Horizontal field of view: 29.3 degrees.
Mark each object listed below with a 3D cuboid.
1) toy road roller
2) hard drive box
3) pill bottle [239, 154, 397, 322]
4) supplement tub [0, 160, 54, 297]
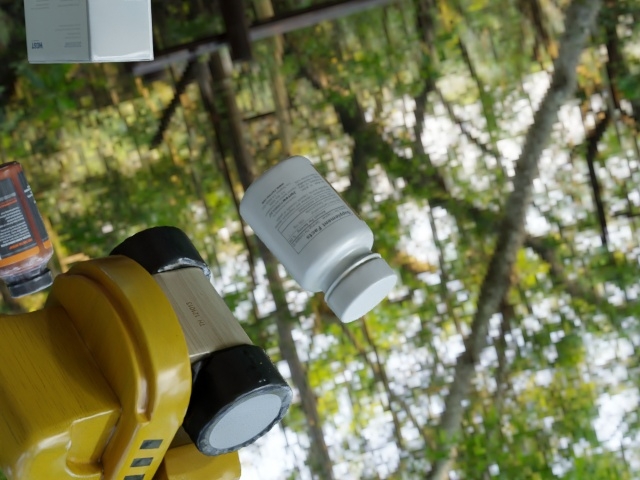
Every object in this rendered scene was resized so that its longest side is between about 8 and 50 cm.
[{"bbox_3d":[-0.205,0.155,1.076,0.241,0.202,0.329,-10,142,-40],"label":"toy road roller"},{"bbox_3d":[-0.295,-0.337,1.522,0.089,0.232,0.181,-8,-168,-37],"label":"hard drive box"},{"bbox_3d":[0.000,0.000,1.755,0.131,0.229,0.131,-36,161,-14],"label":"pill bottle"},{"bbox_3d":[-0.475,-0.015,1.872,0.106,0.197,0.106,-19,-170,3],"label":"supplement tub"}]
